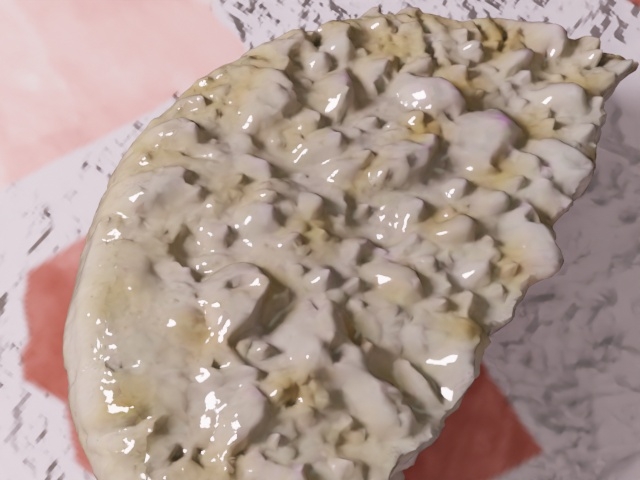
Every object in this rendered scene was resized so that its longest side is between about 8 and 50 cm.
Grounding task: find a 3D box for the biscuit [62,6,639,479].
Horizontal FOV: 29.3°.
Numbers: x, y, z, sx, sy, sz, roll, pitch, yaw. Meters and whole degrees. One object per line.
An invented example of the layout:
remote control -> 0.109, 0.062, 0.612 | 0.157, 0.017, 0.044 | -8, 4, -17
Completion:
biscuit -> 0.000, 0.000, 0.497 | 0.179, 0.084, 0.281 | 31, 63, 14
